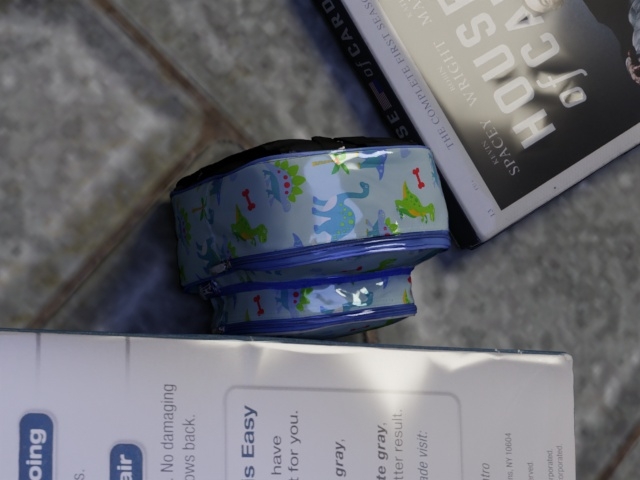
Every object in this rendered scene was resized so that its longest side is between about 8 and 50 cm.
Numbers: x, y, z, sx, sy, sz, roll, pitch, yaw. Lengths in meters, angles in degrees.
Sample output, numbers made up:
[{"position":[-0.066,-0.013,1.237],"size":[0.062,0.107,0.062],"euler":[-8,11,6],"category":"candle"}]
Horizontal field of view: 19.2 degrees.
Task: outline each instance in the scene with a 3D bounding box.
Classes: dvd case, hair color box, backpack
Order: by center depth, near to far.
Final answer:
[{"position":[-0.071,0.128,0.756],"size":[0.347,0.105,0.174],"euler":[4,79,-22],"category":"hair color box"},{"position":[0.000,0.000,0.803],"size":[0.105,0.114,0.084],"euler":[-7,83,-24],"category":"backpack"},{"position":[0.118,-0.129,0.923],"size":[0.238,0.029,0.179],"euler":[-32,92,-24],"category":"dvd case"}]
